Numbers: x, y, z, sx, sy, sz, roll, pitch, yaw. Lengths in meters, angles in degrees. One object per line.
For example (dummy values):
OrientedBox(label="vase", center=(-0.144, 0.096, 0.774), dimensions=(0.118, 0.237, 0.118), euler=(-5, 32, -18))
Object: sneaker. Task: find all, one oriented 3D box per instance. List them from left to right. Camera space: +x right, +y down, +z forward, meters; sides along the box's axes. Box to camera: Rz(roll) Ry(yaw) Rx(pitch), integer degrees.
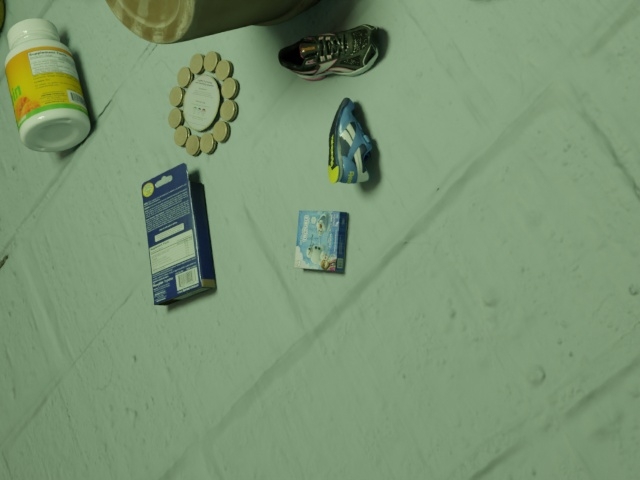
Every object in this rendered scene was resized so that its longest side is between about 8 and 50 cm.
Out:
OrientedBox(label="sneaker", center=(0.008, -0.281, 1.622), dimensions=(0.178, 0.077, 0.072), euler=(-15, 77, 42))
OrientedBox(label="sneaker", center=(0.045, -0.145, 1.595), dimensions=(0.053, 0.059, 0.144), euler=(119, 156, -62))

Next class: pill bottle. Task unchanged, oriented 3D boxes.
OrientedBox(label="pill bottle", center=(-0.545, -0.310, 2.124), dimensions=(0.136, 0.136, 0.246), euler=(-36, 62, 36))

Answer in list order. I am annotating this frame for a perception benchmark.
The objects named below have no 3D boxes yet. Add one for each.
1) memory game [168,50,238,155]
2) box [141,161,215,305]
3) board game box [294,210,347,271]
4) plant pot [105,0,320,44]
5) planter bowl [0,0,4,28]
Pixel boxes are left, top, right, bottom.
OrientedBox(label="memory game", center=(-0.205, -0.238, 1.871), dimensions=(0.186, 0.012, 0.186), euler=(-6, 82, 44))
OrientedBox(label="box", center=(-0.250, -0.011, 1.874), dimensions=(0.136, 0.036, 0.225), euler=(-21, 73, 41))
OrientedBox(label="board game box", center=(0.000, 0.000, 1.640), dimensions=(0.090, 0.020, 0.090), euler=(2, 87, 46))
OrientedBox(label="plant pot", center=(-0.169, -0.431, 1.580), dimensions=(0.323, 0.280, 0.323), euler=(22, 134, 25))
OrientedBox(label="planter bowl", center=(-0.765, -0.504, 2.390), dimensions=(0.217, 0.090, 0.217), euler=(-6, 82, 45))
